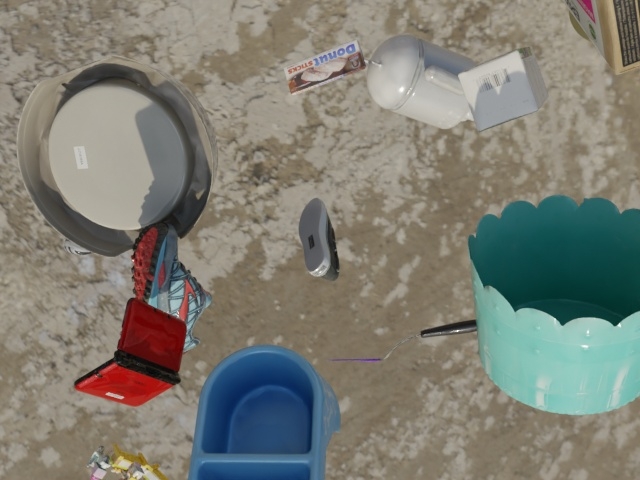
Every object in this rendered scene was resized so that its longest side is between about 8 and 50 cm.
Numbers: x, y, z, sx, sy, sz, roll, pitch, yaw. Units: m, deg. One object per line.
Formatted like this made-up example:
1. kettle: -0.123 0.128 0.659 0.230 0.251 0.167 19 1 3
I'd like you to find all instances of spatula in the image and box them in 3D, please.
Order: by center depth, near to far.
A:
1. spatula: 0.153 0.176 1.308 0.297 0.084 0.030 -19 79 12

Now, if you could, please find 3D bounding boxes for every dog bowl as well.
1. dog bowl: -0.065 0.247 0.824 0.166 0.297 0.074 -1 145 6
2. dog bowl: -0.336 -0.146 1.313 0.349 0.102 0.348 3 107 11

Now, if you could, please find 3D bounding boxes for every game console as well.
1. game console: -0.265 0.162 1.080 0.124 0.085 0.144 -31 148 11

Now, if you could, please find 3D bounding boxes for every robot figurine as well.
1. robot figurine: 0.271 -0.417 2.007 0.354 0.300 0.199 16 90 -19

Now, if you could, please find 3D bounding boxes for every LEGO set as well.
1. LEGO set: -0.419 0.571 1.750 0.287 0.132 0.107 40 90 -22

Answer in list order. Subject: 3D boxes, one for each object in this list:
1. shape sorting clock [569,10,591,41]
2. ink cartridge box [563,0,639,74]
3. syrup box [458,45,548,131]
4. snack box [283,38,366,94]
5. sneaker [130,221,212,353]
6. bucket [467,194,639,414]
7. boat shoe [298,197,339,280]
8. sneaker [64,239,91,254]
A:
1. shape sorting clock: 0.525 -0.427 1.306 0.040 0.206 0.206 33 83 -42
2. ink cartridge box: 0.354 -0.354 0.955 0.088 0.234 0.193 -22 134 11
3. syrup box: 0.291 -0.241 1.192 0.096 0.093 0.237 68 24 -8
4. snack box: 0.009 -0.379 1.678 0.022 0.178 0.064 -5 79 -70
5. sneaker: -0.246 0.081 1.278 0.125 0.104 0.261 -10 123 -30
6. bucket: 0.334 0.083 1.025 0.281 0.281 0.183 -27 129 -25
7. boat shoe: 0.000 0.000 1.077 0.049 0.142 0.040 -35 129 29
8. sneaker: -0.410 -0.041 1.525 0.224 0.083 0.098 -22 113 -52
